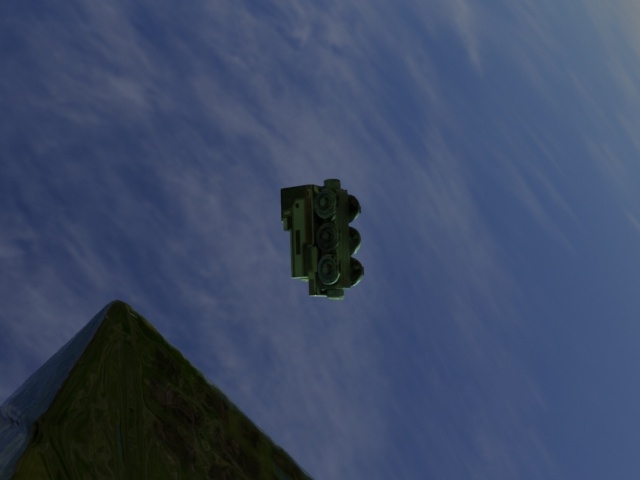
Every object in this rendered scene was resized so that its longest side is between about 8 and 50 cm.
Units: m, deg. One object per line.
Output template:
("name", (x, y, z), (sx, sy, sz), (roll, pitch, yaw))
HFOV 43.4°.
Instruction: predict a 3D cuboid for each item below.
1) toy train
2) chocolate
("toy train", (0.000, 0.000, 0.551), (0.033, 0.053, 0.083), (8, -101, -56))
("chocolate", (-0.085, 0.235, 0.405), (0.301, 0.137, 0.288), (49, -153, -22))
